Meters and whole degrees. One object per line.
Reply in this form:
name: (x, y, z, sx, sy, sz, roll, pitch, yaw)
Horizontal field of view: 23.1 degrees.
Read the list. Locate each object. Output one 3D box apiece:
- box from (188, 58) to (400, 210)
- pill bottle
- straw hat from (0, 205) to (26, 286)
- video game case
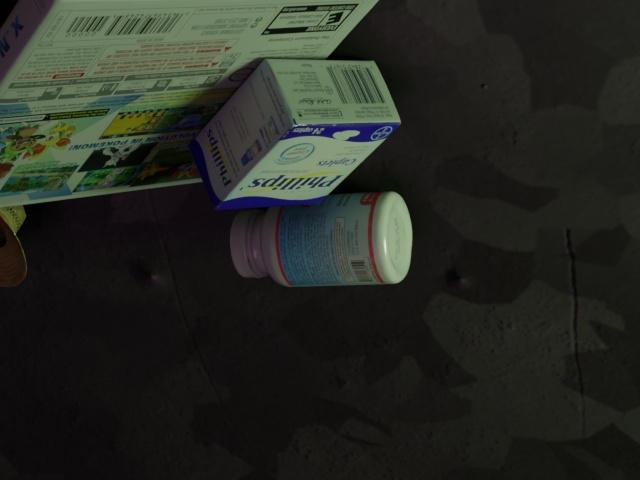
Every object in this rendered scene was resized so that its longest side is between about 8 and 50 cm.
box: (-0.023, -0.092, 1.369, 0.126, 0.072, 0.137, -5, 153, -40)
pill bottle: (0.000, 0.000, 1.485, 0.160, 0.087, 0.087, -2, 131, 21)
straw hat: (-0.338, -0.025, 1.598, 0.144, 0.061, 0.144, 23, 139, 22)
video game case: (-0.146, -0.126, 1.295, 0.300, 0.329, 0.036, -44, 65, 43)
